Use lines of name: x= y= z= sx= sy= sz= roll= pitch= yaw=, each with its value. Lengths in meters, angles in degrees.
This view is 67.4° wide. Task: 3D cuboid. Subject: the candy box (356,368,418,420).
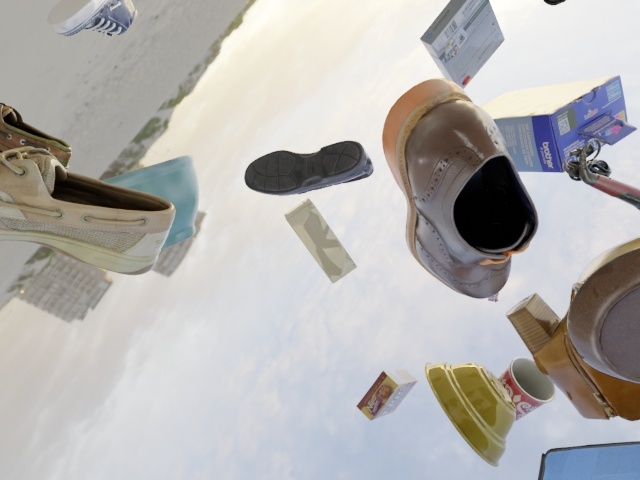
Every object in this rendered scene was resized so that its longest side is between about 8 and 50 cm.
candy box: x=0.166 y=0.372 z=1.172 sx=0.053 sy=0.186 sz=0.109 roll=39 pitch=-83 yaw=29

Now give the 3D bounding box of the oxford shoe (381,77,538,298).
oxford shoe: x=0.175 y=-0.007 z=0.556 sx=0.130 sy=0.364 sz=0.133 roll=-35 pitch=-132 yaw=4

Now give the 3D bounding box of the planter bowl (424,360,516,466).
planter bowl: x=0.299 y=0.298 z=0.902 sx=0.090 sy=0.217 sz=0.217 roll=-40 pitch=-149 yaw=15

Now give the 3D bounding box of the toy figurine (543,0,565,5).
toy figurine: x=0.400 y=-0.564 z=0.884 sx=0.213 sy=0.148 sz=0.210 roll=36 pitch=-71 yaw=38

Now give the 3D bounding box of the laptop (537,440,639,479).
laptop: x=0.478 y=0.441 z=0.531 sx=0.236 sy=0.382 sz=0.407 roll=-17 pitch=-155 yaw=-34

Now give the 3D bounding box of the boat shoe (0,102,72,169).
boat shoe: x=-0.663 y=-0.236 z=0.990 sx=0.104 sy=0.307 sz=0.111 roll=-54 pitch=-163 yaw=14

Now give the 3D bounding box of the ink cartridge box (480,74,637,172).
ink cartridge box: x=0.559 y=-0.288 z=1.209 sx=0.270 sy=0.151 sz=0.395 roll=-30 pitch=-161 yaw=-21

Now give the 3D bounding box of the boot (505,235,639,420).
boot: x=0.415 y=0.130 z=0.648 sx=0.104 sy=0.211 sz=0.295 roll=-33 pitch=169 yaw=-36

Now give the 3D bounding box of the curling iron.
curling iron: x=0.432 y=-0.059 z=0.617 sx=0.035 sy=0.273 sz=0.068 roll=132 pitch=-24 yaw=-63

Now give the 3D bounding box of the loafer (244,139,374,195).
loafer: x=-0.027 y=-0.146 z=1.071 sx=0.302 sy=0.095 sz=0.109 roll=-6 pitch=-108 yaw=27

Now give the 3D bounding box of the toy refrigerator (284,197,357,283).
toy refrigerator: x=0.000 y=0.000 z=1.578 sx=0.102 sy=0.270 sz=0.094 roll=-36 pitch=-161 yaw=1

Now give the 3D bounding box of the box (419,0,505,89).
box: x=0.297 y=-0.415 z=0.989 sx=0.145 sy=0.186 sz=0.038 roll=-51 pitch=-127 yaw=11

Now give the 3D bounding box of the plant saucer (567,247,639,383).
plant saucer: x=0.338 y=0.082 z=0.476 sx=0.168 sy=0.168 sz=0.029 roll=-38 pitch=-166 yaw=23

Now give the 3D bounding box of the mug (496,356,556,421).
mug: x=0.464 y=0.366 z=1.138 sx=0.113 sy=0.150 sz=0.169 roll=60 pitch=-40 yaw=34

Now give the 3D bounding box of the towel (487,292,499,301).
towel: x=0.485 y=0.067 z=1.311 sx=0.029 sy=0.197 sz=0.144 roll=5 pitch=-121 yaw=13

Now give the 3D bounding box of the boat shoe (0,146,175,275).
boat shoe: x=-0.355 y=-0.063 z=0.589 sx=0.110 sy=0.341 sz=0.122 roll=-58 pitch=-150 yaw=23

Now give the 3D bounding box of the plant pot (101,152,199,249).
plant pot: x=-0.423 y=-0.078 z=1.182 sx=0.292 sy=0.196 sz=0.293 roll=-17 pitch=-166 yaw=4

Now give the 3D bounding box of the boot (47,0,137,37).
boot: x=-0.349 y=-0.355 z=0.762 sx=0.069 sy=0.086 sz=0.190 roll=1 pitch=-129 yaw=16
